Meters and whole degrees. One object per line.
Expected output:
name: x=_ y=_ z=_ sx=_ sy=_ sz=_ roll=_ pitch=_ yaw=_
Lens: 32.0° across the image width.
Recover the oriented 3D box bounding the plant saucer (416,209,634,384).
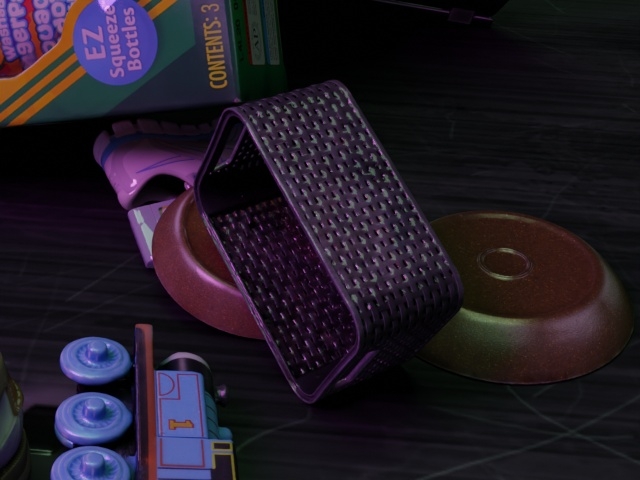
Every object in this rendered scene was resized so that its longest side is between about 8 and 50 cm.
plant saucer: x=0.136 y=0.029 z=0.832 sx=0.198 sy=0.036 sz=0.198 roll=1 pitch=34 yaw=-1

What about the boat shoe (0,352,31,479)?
boat shoe: x=-0.268 y=0.153 z=0.560 sx=0.113 sy=0.103 sz=0.302 roll=15 pitch=36 yaw=19

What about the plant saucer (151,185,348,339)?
plant saucer: x=-0.041 y=0.000 z=0.834 sx=0.168 sy=0.029 sz=0.168 roll=6 pitch=45 yaw=-6

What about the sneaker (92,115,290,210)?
sneaker: x=-0.088 y=-0.058 z=0.933 sx=0.190 sy=0.071 sz=0.083 roll=-10 pitch=56 yaw=-19

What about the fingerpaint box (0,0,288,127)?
fingerpaint box: x=-0.241 y=-0.312 z=0.872 sx=0.371 sy=0.445 sz=0.163 roll=-3 pitch=8 yaw=12

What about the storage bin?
storage bin: x=0.000 y=0.000 z=0.737 sx=0.084 sy=0.122 sz=0.180 roll=-19 pitch=70 yaw=-28

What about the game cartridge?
game cartridge: x=-0.102 y=-0.008 z=0.868 sx=0.083 sy=0.017 sz=0.056 roll=-15 pitch=69 yaw=-22

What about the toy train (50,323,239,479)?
toy train: x=-0.101 y=0.124 z=0.644 sx=0.105 sy=0.080 sz=0.184 roll=5 pitch=31 yaw=-13

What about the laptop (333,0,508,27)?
laptop: x=0.034 y=-0.380 z=1.183 sx=0.382 sy=0.236 sz=0.408 roll=5 pitch=31 yaw=-24
